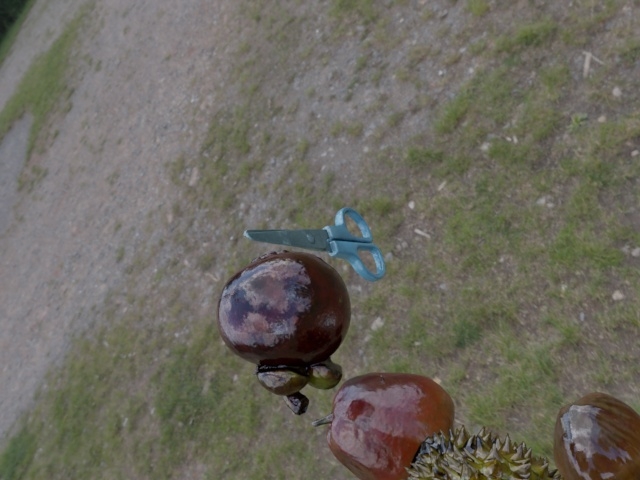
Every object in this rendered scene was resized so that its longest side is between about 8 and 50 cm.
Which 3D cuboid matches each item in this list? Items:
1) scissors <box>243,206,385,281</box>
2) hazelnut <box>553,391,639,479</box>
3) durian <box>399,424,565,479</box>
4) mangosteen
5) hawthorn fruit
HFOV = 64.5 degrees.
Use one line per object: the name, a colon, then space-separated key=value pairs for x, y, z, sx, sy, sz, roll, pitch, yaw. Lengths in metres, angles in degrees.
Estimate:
scissors: x=0.000 y=0.000 z=1.071 sx=0.029 sy=0.447 sz=0.193 roll=-32 pitch=69 yaw=30
hazelnut: x=0.555 y=0.417 z=1.015 sx=0.209 sy=0.186 sz=0.210 roll=-1 pitch=51 yaw=2
durian: x=0.225 y=0.438 z=0.674 sx=0.347 sy=0.384 sz=0.348 roll=-34 pitch=34 yaw=27
mangosteen: x=-0.049 y=0.145 z=0.813 sx=0.215 sy=0.215 sz=0.258 roll=-20 pitch=82 yaw=34
hawthorn fruit: x=0.114 y=0.348 z=0.942 sx=0.224 sy=0.260 sz=0.224 roll=-162 pitch=90 yaw=-75
